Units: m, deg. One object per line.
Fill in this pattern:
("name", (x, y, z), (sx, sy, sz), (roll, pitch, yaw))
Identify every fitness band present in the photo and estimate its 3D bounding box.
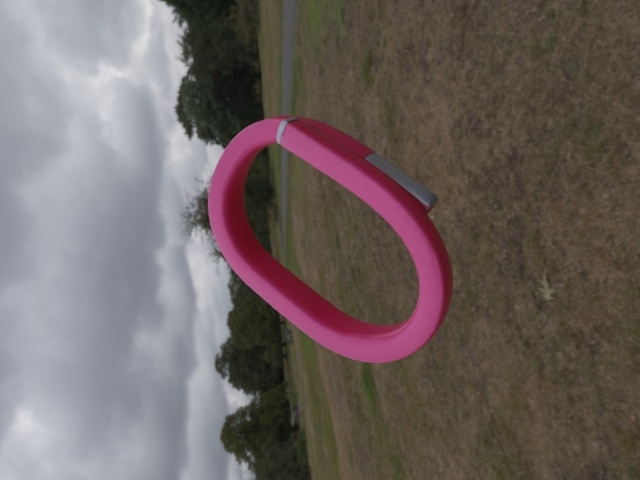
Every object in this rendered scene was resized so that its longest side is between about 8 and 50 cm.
("fitness band", (0.000, 0.000, 0.481), (0.054, 0.291, 0.209), (-31, -27, -52))
